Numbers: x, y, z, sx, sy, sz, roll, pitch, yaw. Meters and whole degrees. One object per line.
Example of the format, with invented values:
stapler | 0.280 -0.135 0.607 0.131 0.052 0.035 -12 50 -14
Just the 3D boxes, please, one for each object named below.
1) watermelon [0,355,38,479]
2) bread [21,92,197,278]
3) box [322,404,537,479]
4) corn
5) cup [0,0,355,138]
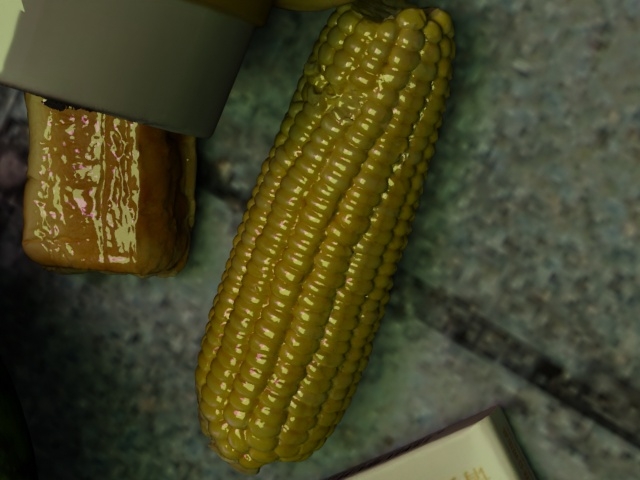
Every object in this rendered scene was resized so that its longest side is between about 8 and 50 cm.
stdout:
watermelon | -0.255 0.111 0.733 0.331 0.189 0.330 0 89 8
bread | -0.088 -0.048 0.716 0.074 0.053 0.132 1 98 17
box | 0.069 0.190 0.723 0.122 0.032 0.220 -27 92 20
corn | 0.000 0.000 0.689 0.067 0.067 0.206 22 106 13
cup | -0.050 -0.153 0.606 0.241 0.185 0.226 17 94 -16
